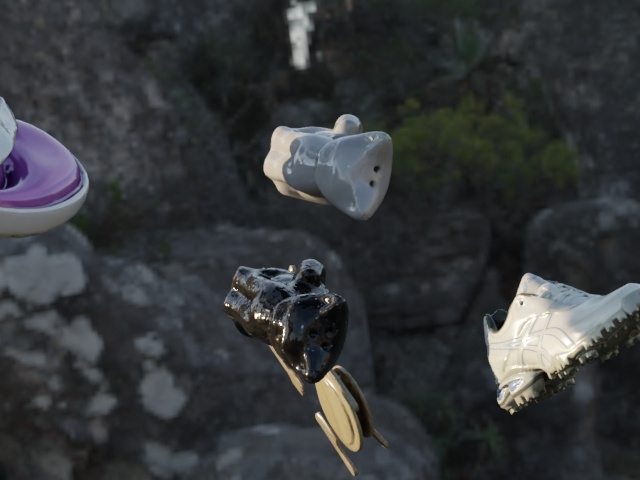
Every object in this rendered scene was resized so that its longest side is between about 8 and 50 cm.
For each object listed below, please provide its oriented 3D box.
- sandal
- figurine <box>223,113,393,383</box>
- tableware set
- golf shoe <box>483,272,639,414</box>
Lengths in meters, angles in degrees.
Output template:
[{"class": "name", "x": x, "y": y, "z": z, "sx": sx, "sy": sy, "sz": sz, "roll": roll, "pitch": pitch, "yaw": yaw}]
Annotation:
[{"class": "sandal", "x": -0.296, "y": -0.079, "z": 1.092, "sx": 0.169, "sy": 0.102, "sz": 0.416, "roll": 35, "pitch": 17, "yaw": 19}, {"class": "figurine", "x": 0.000, "y": 0.000, "z": 1.204, "sx": 0.092, "sy": 0.215, "sz": 0.209, "roll": 15, "pitch": 4, "yaw": -13}, {"class": "tableware set", "x": 0.003, "y": 0.118, "z": 1.423, "sx": 0.039, "sy": 0.128, "sz": 0.194, "roll": -24, "pitch": 55, "yaw": -17}, {"class": "golf shoe", "x": 0.167, "y": 0.057, "z": 1.038, "sx": 0.069, "sy": 0.086, "sz": 0.176, "roll": -13, "pitch": -18, "yaw": -35}]
